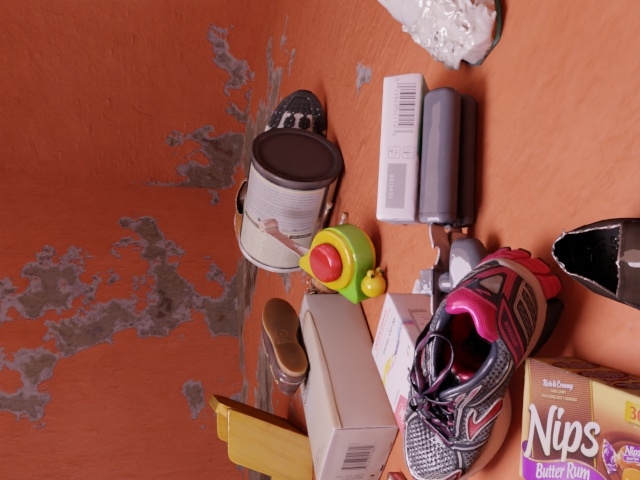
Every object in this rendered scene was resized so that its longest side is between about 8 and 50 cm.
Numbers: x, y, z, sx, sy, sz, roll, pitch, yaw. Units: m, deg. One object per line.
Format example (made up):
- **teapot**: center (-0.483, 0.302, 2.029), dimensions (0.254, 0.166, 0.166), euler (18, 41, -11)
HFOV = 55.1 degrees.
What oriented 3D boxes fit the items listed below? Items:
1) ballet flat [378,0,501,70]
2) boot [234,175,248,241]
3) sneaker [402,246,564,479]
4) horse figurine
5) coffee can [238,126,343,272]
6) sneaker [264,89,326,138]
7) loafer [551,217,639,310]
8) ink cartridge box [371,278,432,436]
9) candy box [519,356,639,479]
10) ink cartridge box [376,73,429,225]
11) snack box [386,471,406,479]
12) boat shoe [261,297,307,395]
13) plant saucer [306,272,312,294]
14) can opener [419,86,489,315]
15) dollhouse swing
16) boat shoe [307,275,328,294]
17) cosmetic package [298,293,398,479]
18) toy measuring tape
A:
- **ballet flat**: center (0.117, -0.377, 0.827), dimensions (0.147, 0.147, 0.408), euler (110, 157, -50)
- **boot**: center (-0.191, -0.070, 1.569), dimensions (0.152, 0.073, 0.197), euler (-103, 15, -82)
- **sneaker**: center (0.132, 0.143, 0.622), dimensions (0.121, 0.112, 0.299), euler (33, 129, 33)
- **horse figurine**: center (0.021, 0.036, 1.272), dimensions (0.263, 0.066, 0.174), euler (-110, 36, -62)
- **coffee can**: center (-0.076, -0.089, 1.410), dimensions (0.201, 0.202, 0.275), euler (-101, 19, -44)
- **sneaker**: center (-0.083, -0.201, 1.607), dimensions (0.182, 0.158, 0.410), euler (-96, 16, -63)
- **loafer**: center (0.230, 0.023, 0.397), dimensions (0.220, 0.079, 0.080), euler (-179, 91, -76)
- **ink cartridge box**: center (0.124, 0.151, 0.834), dimensions (0.198, 0.067, 0.115), euler (-109, 25, -56)
- **candy box**: center (0.223, 0.158, 0.462), dimensions (0.187, 0.053, 0.109), euler (-174, 87, -75)
- **ink cartridge box**: center (0.127, -0.110, 0.847), dimensions (0.225, 0.056, 0.180), euler (5, -92, -71)
- **snack box**: center (0.131, 0.396, 0.858), dimensions (0.178, 0.022, 0.064), euler (-151, 63, -74)
- **boat shoe**: center (-0.075, 0.197, 1.156), dimensions (0.207, 0.073, 0.073), euler (-106, 25, -52)
- **plant saucer**: center (-0.021, 0.110, 1.548), dimensions (0.083, 0.013, 0.083), euler (-177, 90, -76)
- **can opener**: center (0.171, -0.040, 0.724), dimensions (0.095, 0.076, 0.283), euler (0, 87, 44)
- **dollhouse swing**: center (-0.187, 0.610, 1.611), dimensions (0.347, 0.315, 0.304), euler (155, 137, -74)
- **boat shoe**: center (-0.001, 0.119, 1.367), dimensions (0.178, 0.060, 0.064), euler (-112, 28, -59)
- **cosmetic package**: center (0.034, 0.255, 1.098), dimensions (0.309, 0.113, 0.160), euler (-107, 24, -52)
- **toy measuring tape**: center (0.000, 0.000, 1.125), dimensions (0.330, 0.121, 0.121), euler (35, 127, 39)
